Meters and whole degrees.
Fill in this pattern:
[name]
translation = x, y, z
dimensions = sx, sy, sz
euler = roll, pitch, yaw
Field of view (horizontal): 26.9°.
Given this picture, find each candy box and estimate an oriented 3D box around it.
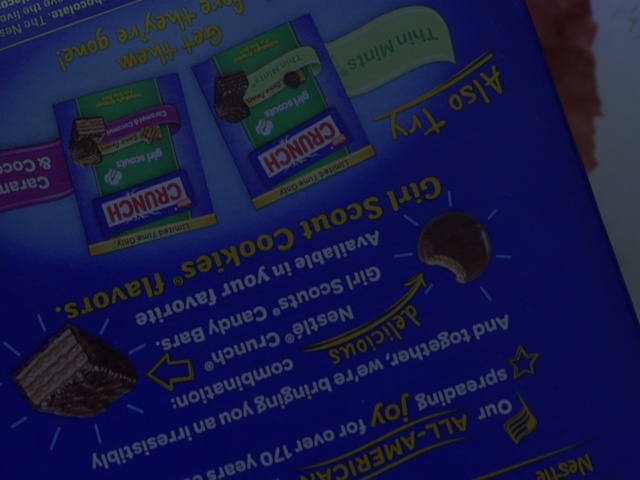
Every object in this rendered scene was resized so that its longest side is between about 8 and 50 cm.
[candy box]
translation = -0.020, 0.030, 0.557
dimensions = 0.268, 0.122, 0.317
euler = -19, 89, 1
